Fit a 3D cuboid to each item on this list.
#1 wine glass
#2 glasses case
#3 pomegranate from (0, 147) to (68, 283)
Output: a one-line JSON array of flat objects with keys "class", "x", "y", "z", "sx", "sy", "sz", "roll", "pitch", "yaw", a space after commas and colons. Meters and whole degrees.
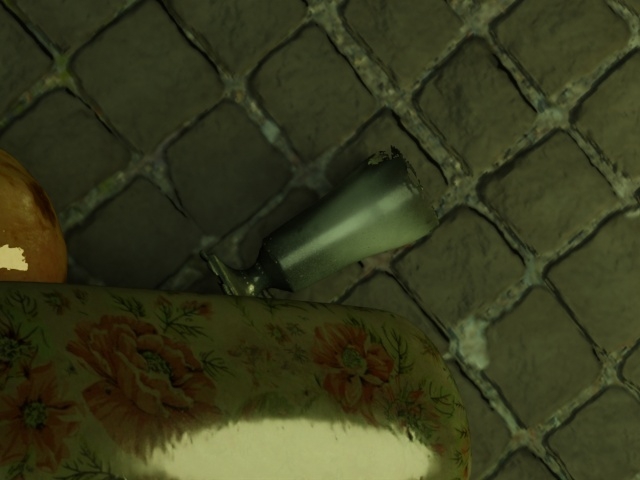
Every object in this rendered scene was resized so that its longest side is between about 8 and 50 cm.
[{"class": "wine glass", "x": 0.000, "y": 0.000, "z": 1.251, "sx": 0.155, "sy": 0.072, "sz": 0.072, "roll": -30, "pitch": 95, "yaw": -4}, {"class": "glasses case", "x": -0.069, "y": 0.112, "z": 1.131, "sx": 0.425, "sy": 0.098, "sz": 0.157, "roll": 6, "pitch": 62, "yaw": -42}, {"class": "pomegranate", "x": -0.270, "y": 0.020, "z": 1.145, "sx": 0.215, "sy": 0.215, "sz": 0.215, "roll": 0, "pitch": 92, "yaw": -6}]
